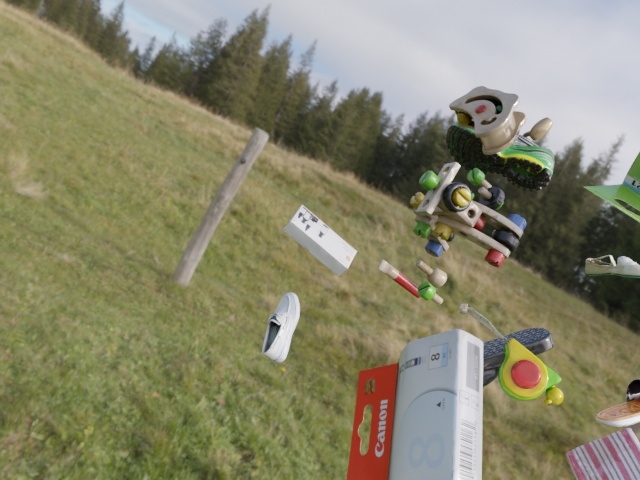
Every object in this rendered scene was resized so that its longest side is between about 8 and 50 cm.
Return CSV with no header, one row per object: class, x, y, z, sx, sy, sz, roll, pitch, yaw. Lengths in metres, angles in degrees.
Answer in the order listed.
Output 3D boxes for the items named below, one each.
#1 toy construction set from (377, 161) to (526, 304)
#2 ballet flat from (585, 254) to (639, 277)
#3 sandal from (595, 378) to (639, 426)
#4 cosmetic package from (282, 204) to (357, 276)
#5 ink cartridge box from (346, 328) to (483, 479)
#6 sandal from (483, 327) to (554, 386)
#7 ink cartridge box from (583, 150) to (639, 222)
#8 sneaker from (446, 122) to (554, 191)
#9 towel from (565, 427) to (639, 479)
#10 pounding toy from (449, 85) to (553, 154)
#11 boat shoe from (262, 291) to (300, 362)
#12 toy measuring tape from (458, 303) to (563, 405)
toy construction set,0.241,-0.033,1.226,0.237,0.309,0.257,35,14,-26
ballet flat,1.084,0.094,2.114,0.086,0.086,0.248,24,-12,-26
sandal,0.763,0.371,1.360,0.265,0.076,0.102,-9,2,-23
cosmetic package,0.000,0.000,1.852,0.239,0.060,0.099,40,45,-8
ink cartridge box,0.170,0.380,1.232,0.091,0.308,0.385,29,-36,-29
sandal,0.465,0.372,1.678,0.167,0.445,0.107,-57,129,-81
ink cartridge box,0.669,-0.102,1.094,0.255,0.097,0.189,-7,38,-30
sneaker,0.549,-0.273,1.775,0.343,0.134,0.146,27,51,13
towel,0.788,0.613,1.566,0.029,0.197,0.144,41,25,-44
pounding toy,0.466,-0.290,1.530,0.155,0.154,0.269,51,-7,-37
boat shoe,-0.121,0.252,1.744,0.083,0.226,0.075,-19,-40,37
toy measuring tape,0.455,0.301,1.446,0.330,0.121,0.121,40,13,21
